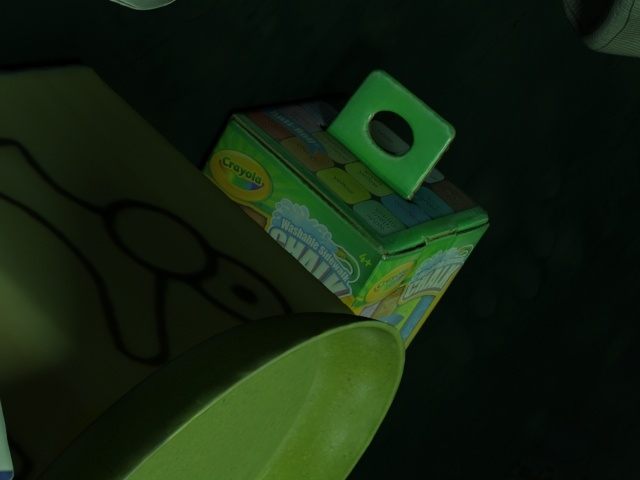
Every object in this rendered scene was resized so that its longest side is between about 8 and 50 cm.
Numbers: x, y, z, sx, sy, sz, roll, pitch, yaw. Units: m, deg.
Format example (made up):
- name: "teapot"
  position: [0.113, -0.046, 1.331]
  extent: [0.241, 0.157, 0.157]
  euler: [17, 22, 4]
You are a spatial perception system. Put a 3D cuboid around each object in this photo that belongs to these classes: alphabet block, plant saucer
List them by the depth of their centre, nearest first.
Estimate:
- name: "plant saucer"
  position: [-0.063, 0.112, 0.718]
  extent: [0.241, 0.037, 0.241]
  euler: [-41, 160, -18]
- name: "alphabet block"
  position: [-0.138, 0.057, 0.804]
  extent: [0.192, 0.197, 0.193]
  euler: [-16, 143, -55]

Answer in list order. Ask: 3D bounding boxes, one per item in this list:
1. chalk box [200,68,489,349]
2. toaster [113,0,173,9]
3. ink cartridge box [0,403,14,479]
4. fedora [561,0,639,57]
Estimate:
- name: "chalk box"
  position: [0.000, 0.000, 1.078]
  extent: [0.132, 0.132, 0.213]
  euler: [-16, 143, -55]
- name: "toaster"
  position: [-0.096, -0.166, 0.516]
  extent: [0.110, 0.168, 0.185]
  euler: [-50, 161, 11]
- name: "ink cartridge box"
  position: [-0.193, -0.005, 0.429]
  extent: [0.071, 0.330, 0.324]
  euler: [-18, 169, 19]
- name: "fedora"
  position: [0.219, -0.197, 1.092]
  extent: [0.124, 0.244, 0.275]
  euler: [-8, 146, -15]
